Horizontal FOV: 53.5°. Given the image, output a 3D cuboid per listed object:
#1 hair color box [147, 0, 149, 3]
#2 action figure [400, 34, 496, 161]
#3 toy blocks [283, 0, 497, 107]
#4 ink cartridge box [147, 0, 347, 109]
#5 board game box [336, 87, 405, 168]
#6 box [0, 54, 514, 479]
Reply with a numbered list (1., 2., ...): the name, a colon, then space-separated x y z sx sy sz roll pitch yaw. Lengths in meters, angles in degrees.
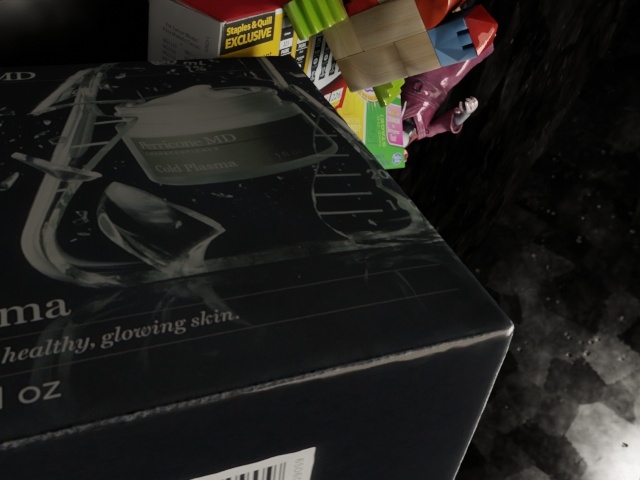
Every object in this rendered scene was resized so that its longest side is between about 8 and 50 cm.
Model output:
1. hair color box: -0.154 -0.352 0.860 0.167 0.053 0.093 -50 155 -20
2. action figure: 0.224 -0.349 1.440 0.370 0.248 0.276 -63 180 7
3. toy blocks: 0.098 -0.348 0.740 0.190 0.261 0.381 -48 121 -38
4. ink cartridge box: -0.078 -0.284 0.868 0.309 0.130 0.271 -35 149 -43
5. board game box: 0.063 -0.282 1.149 0.242 0.064 0.316 -15 102 -55
6. box: -0.179 0.060 0.595 0.480 0.471 0.297 -9 130 -21
